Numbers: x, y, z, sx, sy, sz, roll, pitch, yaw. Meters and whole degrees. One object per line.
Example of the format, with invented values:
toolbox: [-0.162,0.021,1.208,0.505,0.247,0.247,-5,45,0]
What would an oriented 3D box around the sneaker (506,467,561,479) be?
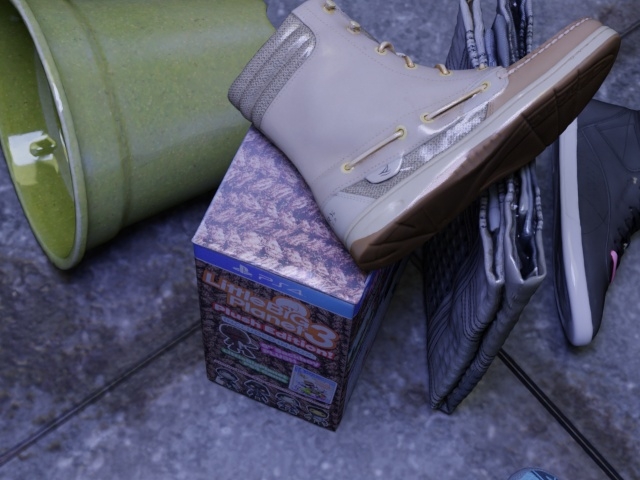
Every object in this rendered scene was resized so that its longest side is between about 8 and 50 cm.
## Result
sneaker: [0.237,0.275,1.053,0.104,0.125,0.262,-12,39,-17]

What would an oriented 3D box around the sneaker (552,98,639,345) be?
sneaker: [0.311,-0.027,1.256,0.147,0.104,0.296,4,57,5]

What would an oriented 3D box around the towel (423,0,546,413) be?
towel: [0.133,-0.037,1.130,0.056,0.324,0.312,6,62,-5]

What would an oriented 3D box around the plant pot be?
plant pot: [-0.170,-0.137,1.229,0.254,0.276,0.276,-17,63,-25]

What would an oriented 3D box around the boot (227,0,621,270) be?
boot: [0.077,-0.128,0.960,0.262,0.095,0.203,-39,66,0]

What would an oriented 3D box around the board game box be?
board game box: [0.000,0.000,1.123,0.141,0.291,0.232,21,62,8]
